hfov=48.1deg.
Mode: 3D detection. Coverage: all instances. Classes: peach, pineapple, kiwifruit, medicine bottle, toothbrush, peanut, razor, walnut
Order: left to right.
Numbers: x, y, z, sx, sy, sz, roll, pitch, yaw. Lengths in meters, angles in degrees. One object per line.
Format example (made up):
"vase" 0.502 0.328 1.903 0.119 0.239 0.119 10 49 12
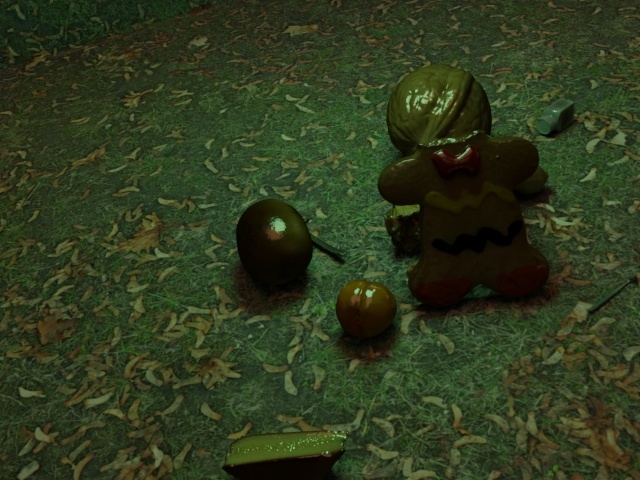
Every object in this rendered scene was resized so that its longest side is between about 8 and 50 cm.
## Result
"kiwifruit" -0.122 -0.002 1.829 0.196 0.196 0.234 -14 44 -4
"razor" 0.000 0.003 1.914 0.068 0.037 0.191 -32 46 -29
"peach" 0.102 0.158 1.639 0.138 0.138 0.138 -7 40 6
"pineapple" 0.260 -0.070 1.880 0.236 0.114 0.186 -30 31 -20
"walnut" 0.338 -0.348 2.065 0.333 0.332 0.332 -7 40 6
"peanut" 0.489 -0.180 1.940 0.253 0.137 0.122 -3 38 5
"medicine bottle" 0.707 -0.369 2.158 0.118 0.074 0.055 -33 45 -25
"toothbrush" 0.670 0.119 1.641 0.167 0.014 0.011 -31 52 -22

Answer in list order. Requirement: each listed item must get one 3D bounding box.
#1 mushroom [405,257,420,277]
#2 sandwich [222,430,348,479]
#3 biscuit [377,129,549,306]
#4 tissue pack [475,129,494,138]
"mushroom" 0.353 0.003 1.797 0.351 0.095 0.123 -37 20 -28
"sandwich" -0.061 0.427 1.397 0.245 0.088 0.090 -8 31 9
"biscuit" 0.327 -0.046 1.641 0.368 0.393 0.076 -8 10 3
"tissue pack" 0.378 -0.174 1.771 0.156 0.148 0.209 26 25 -2
